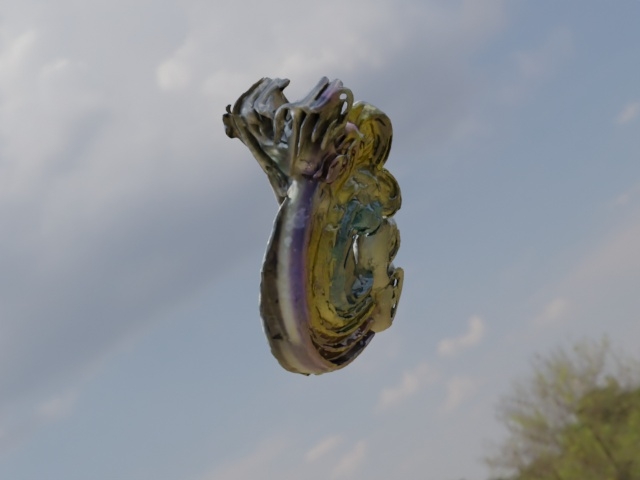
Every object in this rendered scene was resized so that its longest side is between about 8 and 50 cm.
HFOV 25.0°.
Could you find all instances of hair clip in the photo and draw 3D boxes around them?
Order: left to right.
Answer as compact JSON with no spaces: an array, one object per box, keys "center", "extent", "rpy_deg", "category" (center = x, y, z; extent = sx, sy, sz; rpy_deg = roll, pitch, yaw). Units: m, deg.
[{"center":[0.000,0.000,0.687],"extent":[0.116,0.049,0.172],"rpy_deg":[-48,-41,-38],"category":"hair clip"}]
